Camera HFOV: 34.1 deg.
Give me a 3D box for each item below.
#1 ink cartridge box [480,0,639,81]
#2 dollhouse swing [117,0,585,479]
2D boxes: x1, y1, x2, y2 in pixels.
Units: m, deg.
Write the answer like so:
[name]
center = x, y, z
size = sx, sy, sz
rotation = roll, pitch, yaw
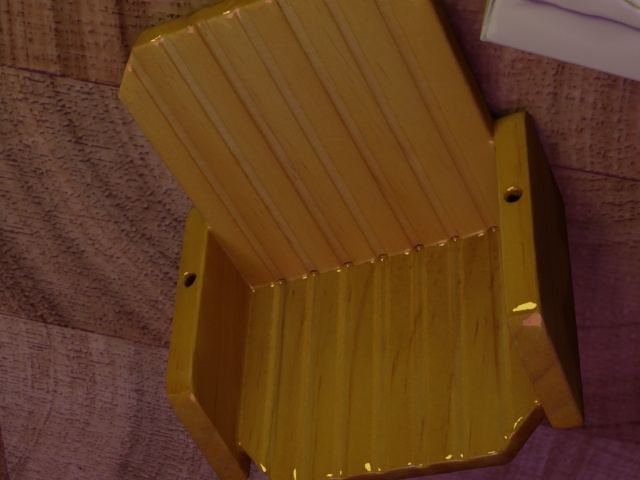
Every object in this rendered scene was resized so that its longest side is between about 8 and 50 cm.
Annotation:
[ink cartridge box]
center = 0.212, -0.227, 0.659
size = 0.171, 0.233, 0.168
rotation = 14, 130, 2
[dollhouse swing]
center = 0.000, 0.000, 0.871
size = 0.346, 0.315, 0.305
rotation = -14, 143, 24
